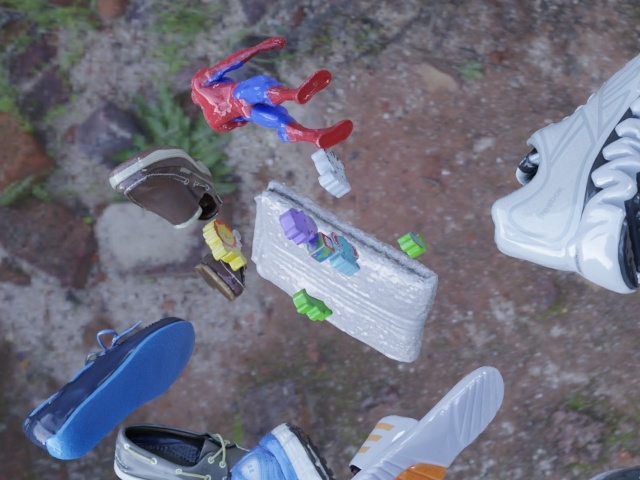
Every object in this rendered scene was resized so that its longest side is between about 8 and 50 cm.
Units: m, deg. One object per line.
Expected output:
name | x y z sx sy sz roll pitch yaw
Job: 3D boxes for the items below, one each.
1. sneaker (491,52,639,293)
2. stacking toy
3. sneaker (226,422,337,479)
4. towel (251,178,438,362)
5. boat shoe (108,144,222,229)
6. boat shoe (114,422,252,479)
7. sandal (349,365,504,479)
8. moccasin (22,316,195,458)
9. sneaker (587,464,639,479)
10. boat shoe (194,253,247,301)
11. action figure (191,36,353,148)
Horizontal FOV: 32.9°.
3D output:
sneaker | 0.226 -0.079 0.858 0.118 0.292 0.110 5 129 32
stacking toy | 0.000 0.000 1.227 0.167 0.221 0.052 -33 48 20
sneaker | -0.008 0.405 1.379 0.147 0.130 0.330 -33 78 4
towel | 0.025 0.044 1.485 0.282 0.049 0.187 30 144 17
boat shoe | -0.194 -0.065 1.470 0.095 0.257 0.095 -33 82 15
boat shoe | -0.208 0.384 1.883 0.305 0.109 0.091 9 128 1
sandal | 0.112 0.243 1.297 0.076 0.265 0.102 23 145 51
moccasin | -0.344 0.215 1.767 0.117 0.342 0.138 13 120 31
sneaker | 0.116 0.194 0.601 0.147 0.384 0.145 149 128 -65
boat shoe | -0.162 0.050 1.850 0.073 0.073 0.207 56 170 -18
action figure | -0.045 -0.172 1.210 0.280 0.139 0.091 14 134 52
